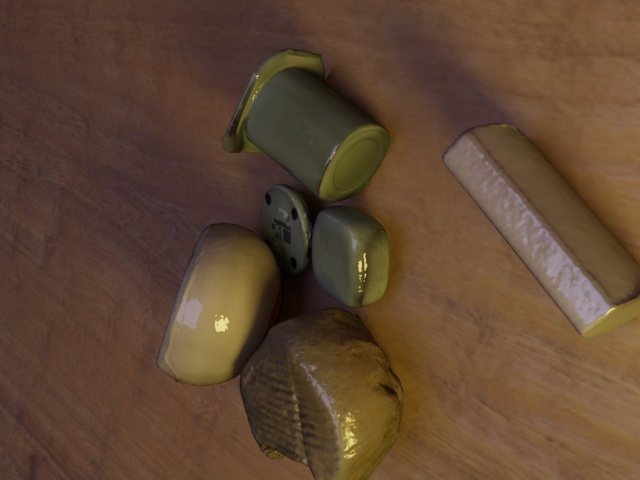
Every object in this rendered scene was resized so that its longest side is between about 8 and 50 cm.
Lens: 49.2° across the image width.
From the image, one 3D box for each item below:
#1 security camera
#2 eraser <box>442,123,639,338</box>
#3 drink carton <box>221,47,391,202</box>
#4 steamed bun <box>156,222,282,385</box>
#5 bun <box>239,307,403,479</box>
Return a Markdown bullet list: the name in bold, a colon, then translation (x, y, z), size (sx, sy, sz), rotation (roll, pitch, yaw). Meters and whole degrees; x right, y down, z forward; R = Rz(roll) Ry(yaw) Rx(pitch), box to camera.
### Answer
- **security camera**: translation (0.000, 0.000, 1.151), size (0.301, 0.080, 0.157), rotation (28, 124, 48)
- **eraser**: translation (0.279, -0.017, 0.846), size (0.095, 0.174, 0.270), rotation (-46, 63, 29)
- **drink carton**: translation (-0.013, -0.171, 1.089), size (0.189, 0.185, 0.191), rotation (43, 115, 28)
- **steamed bun**: translation (-0.157, 0.116, 1.189), size (0.283, 0.177, 0.283), rotation (-161, 90, -81)
- **bun**: translation (0.014, 0.228, 1.064), size (0.281, 0.205, 0.282), rotation (19, 117, 41)
